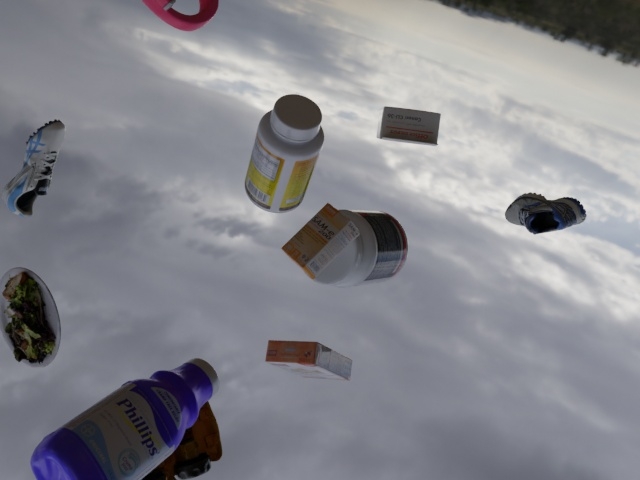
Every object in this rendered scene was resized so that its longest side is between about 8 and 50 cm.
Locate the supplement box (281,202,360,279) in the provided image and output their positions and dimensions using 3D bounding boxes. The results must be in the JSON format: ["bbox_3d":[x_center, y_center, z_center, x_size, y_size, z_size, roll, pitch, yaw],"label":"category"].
[{"bbox_3d":[0.000,0.000,1.011,0.062,0.098,0.036,40,172,45],"label":"supplement box"}]

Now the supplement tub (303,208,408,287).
[{"bbox_3d":[0.084,0.019,1.733,0.191,0.191,0.272,31,-164,27],"label":"supplement tub"}]

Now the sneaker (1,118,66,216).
[{"bbox_3d":[-0.610,-0.155,1.514,0.086,0.237,0.085,39,-162,11],"label":"sneaker"}]

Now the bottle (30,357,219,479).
[{"bbox_3d":[-0.248,0.253,0.950,0.118,0.092,0.283,58,-145,0],"label":"bottle"}]

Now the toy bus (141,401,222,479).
[{"bbox_3d":[-0.324,0.383,1.285,0.220,0.211,0.149,-12,-99,-38],"label":"toy bus"}]

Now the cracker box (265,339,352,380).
[{"bbox_3d":[-0.029,0.339,1.957,0.156,0.067,0.232,-2,157,29],"label":"cracker box"}]

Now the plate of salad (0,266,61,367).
[{"bbox_3d":[-0.569,0.151,1.330,0.200,0.199,0.048,29,-157,25],"label":"plate of salad"}]

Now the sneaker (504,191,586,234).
[{"bbox_3d":[0.312,-0.037,1.009,0.058,0.052,0.135,-30,-166,-26],"label":"sneaker"}]

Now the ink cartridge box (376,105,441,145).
[{"bbox_3d":[0.176,-0.230,1.400,0.115,0.067,0.198,7,-170,0],"label":"ink cartridge box"}]

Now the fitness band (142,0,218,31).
[{"bbox_3d":[-0.326,-0.569,1.431,0.291,0.054,0.209,51,-143,-19],"label":"fitness band"}]

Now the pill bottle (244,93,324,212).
[{"bbox_3d":[-0.063,-0.153,1.232,0.117,0.215,0.117,9,-126,-12],"label":"pill bottle"}]
